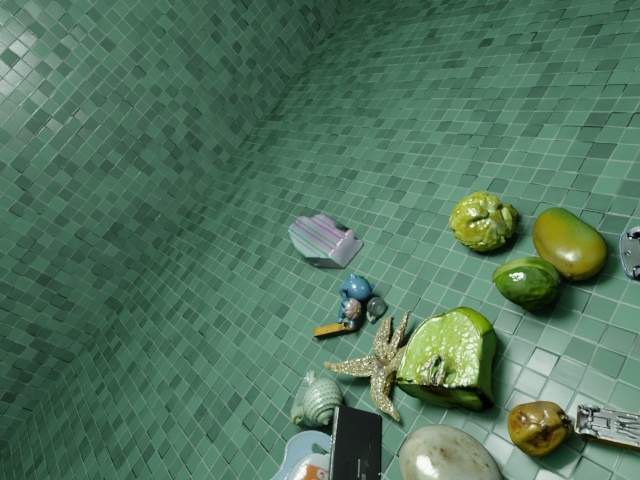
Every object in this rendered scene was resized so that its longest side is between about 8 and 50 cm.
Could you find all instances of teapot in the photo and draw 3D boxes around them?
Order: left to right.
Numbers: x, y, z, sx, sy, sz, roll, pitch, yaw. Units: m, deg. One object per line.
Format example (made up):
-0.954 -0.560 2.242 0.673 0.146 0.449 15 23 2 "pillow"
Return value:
0.180 0.230 1.466 0.057 0.066 0.088 27 99 69 "teapot"

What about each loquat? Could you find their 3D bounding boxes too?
0.492 0.419 0.974 0.137 0.137 0.113 -30 37 18 "loquat"

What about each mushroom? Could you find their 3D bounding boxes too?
0.286 0.563 0.997 0.243 0.243 0.244 -23 44 25 "mushroom"

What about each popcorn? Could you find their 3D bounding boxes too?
0.513 -0.060 1.346 0.212 0.198 0.198 -28 35 -21 "popcorn"

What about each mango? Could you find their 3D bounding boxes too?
0.668 0.000 1.186 0.156 0.114 0.251 -34 41 20 "mango"

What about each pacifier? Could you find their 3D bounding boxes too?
-0.043 0.692 1.190 0.299 0.244 0.233 -51 2 -41 "pacifier"

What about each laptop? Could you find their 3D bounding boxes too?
0.097 0.566 1.185 0.026 0.153 0.207 -47 28 48 "laptop"

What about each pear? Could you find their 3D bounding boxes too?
0.346 0.307 1.173 0.238 0.164 0.256 -11 47 38 "pear"

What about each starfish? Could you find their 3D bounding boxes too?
0.199 0.343 1.331 0.301 0.084 0.294 23 70 45 "starfish"

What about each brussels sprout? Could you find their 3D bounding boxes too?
0.548 0.115 1.136 0.145 0.183 0.132 -40 39 40 "brussels sprout"

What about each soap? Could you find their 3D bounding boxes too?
0.000 0.000 1.773 0.193 0.109 0.323 -50 40 -6 "soap"

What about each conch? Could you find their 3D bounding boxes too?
-0.001 0.497 1.338 0.172 0.131 0.200 -62 6 18 "conch"

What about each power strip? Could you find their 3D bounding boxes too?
0.052 0.311 1.509 0.178 0.049 0.028 -19 52 28 "power strip"

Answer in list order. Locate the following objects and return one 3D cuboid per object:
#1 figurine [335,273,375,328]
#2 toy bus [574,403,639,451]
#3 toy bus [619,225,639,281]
0.103 0.204 1.476 0.144 0.114 0.179 132 159 -75 "figurine"
0.632 0.400 0.910 0.162 0.074 0.070 -3 48 42 "toy bus"
0.856 0.035 0.981 0.291 0.133 0.126 -8 57 34 "toy bus"
